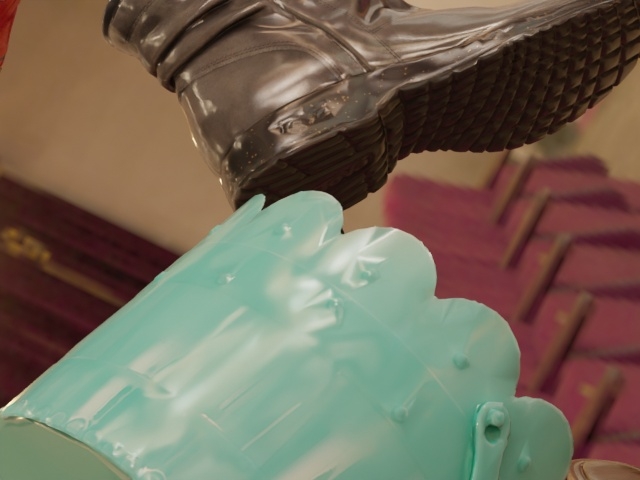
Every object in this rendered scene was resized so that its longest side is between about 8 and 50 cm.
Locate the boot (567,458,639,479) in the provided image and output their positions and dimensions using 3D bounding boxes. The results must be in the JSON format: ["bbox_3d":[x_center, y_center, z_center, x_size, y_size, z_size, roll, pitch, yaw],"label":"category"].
[{"bbox_3d":[0.204,0.245,1.195,0.197,0.073,0.152,-125,39,-60],"label":"boot"}]

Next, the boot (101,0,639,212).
[{"bbox_3d":[0.040,-0.156,1.222,0.338,0.222,0.118,-19,-35,-21],"label":"boot"}]

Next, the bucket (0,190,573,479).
[{"bbox_3d":[-0.025,0.134,0.905,0.183,0.281,0.281,-38,-10,-31],"label":"bucket"}]

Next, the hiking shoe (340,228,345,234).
[{"bbox_3d":[0.000,0.000,1.682,0.086,0.114,0.226,-15,-57,-38],"label":"hiking shoe"}]

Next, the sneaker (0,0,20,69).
[{"bbox_3d":[-0.227,-0.096,1.115,0.118,0.107,0.279,67,152,27],"label":"sneaker"}]
